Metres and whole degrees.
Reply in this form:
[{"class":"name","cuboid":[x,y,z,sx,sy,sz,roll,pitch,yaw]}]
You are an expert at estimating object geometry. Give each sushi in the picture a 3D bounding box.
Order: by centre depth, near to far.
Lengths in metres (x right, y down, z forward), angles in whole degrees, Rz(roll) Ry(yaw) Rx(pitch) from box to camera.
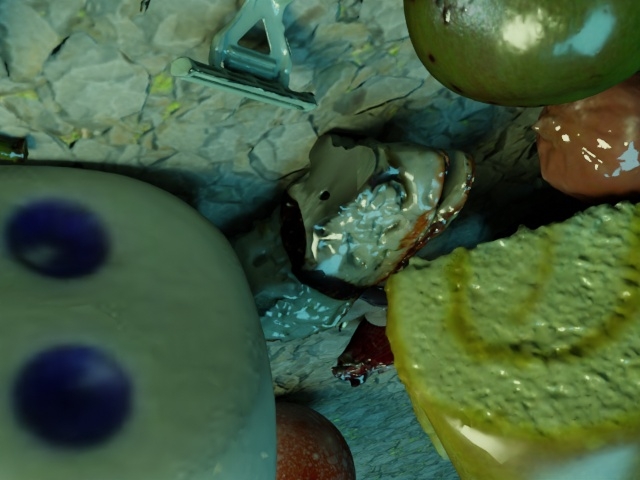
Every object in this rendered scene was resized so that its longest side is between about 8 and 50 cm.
[{"class":"sushi","cuboid":[0.000,0.000,0.676,0.130,0.124,0.332,19,131,-33]}]

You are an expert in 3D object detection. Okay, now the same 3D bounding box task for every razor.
[{"class":"razor","cuboid":[0.007,-0.207,0.439,0.111,0.056,0.277,8,132,-39]}]

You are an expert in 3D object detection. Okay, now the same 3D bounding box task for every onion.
[{"class":"onion","cuboid":[0.139,0.122,0.919,0.284,0.120,0.227,-6,170,-23]}]

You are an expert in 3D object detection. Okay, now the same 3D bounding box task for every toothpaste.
[{"class":"toothpaste","cuboid":[0.295,-0.073,0.831,0.083,0.015,0.024,-6,154,-30]}]

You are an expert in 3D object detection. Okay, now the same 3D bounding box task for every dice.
[{"class":"dice","cuboid":[-0.224,0.131,0.577,0.304,0.304,0.277,-2,143,-26]}]

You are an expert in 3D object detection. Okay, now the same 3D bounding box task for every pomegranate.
[{"class":"pomegranate","cuboid":[0.148,-0.186,0.434,0.179,0.179,0.210,-6,134,-22]}]

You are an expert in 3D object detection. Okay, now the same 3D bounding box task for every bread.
[{"class":"bread","cuboid":[0.275,0.121,0.663,0.396,0.263,0.239,-14,154,4]}]

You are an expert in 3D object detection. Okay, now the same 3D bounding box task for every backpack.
[{"class":"backpack","cuboid":[0.303,0.010,0.876,0.165,0.106,0.120,-33,127,-9]}]

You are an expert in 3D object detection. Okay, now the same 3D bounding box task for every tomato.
[{"class":"tomato","cuboid":[-0.071,0.390,1.135,0.271,0.227,0.270,-1,135,-1]}]

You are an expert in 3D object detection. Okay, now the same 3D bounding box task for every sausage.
[{"class":"sausage","cuboid":[0.320,-0.098,0.682,0.255,0.148,0.148,9,138,-30]}]

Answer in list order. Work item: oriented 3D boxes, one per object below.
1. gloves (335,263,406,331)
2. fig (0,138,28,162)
[{"class":"gloves","cuboid":[0.048,0.048,0.803,0.111,0.094,0.144,15,155,-31]},{"class":"fig","cuboid":[-0.266,-0.094,0.430,0.124,0.124,0.236,-22,172,4]}]
